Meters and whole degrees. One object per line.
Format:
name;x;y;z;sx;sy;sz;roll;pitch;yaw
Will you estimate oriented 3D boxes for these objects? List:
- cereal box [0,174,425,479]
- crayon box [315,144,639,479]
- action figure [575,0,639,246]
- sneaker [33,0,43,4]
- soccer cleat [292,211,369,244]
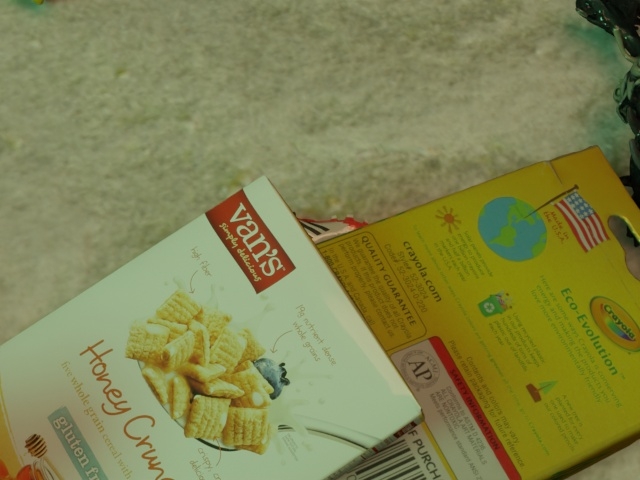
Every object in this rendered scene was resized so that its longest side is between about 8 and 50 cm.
cereal box;-0.084;0.096;0.764;0.240;0.047;0.173;-34;74;-1
crayon box;0.106;0.075;0.881;0.319;0.081;0.202;-19;70;-26
action figure;0.287;-0.103;0.999;0.141;0.164;0.275;0;57;-13
sneaker;-0.175;-0.239;0.983;0.067;0.064;0.175;46;61;-14
soccer cleat;0.000;0.000;0.920;0.083;0.029;0.035;6;69;-12
